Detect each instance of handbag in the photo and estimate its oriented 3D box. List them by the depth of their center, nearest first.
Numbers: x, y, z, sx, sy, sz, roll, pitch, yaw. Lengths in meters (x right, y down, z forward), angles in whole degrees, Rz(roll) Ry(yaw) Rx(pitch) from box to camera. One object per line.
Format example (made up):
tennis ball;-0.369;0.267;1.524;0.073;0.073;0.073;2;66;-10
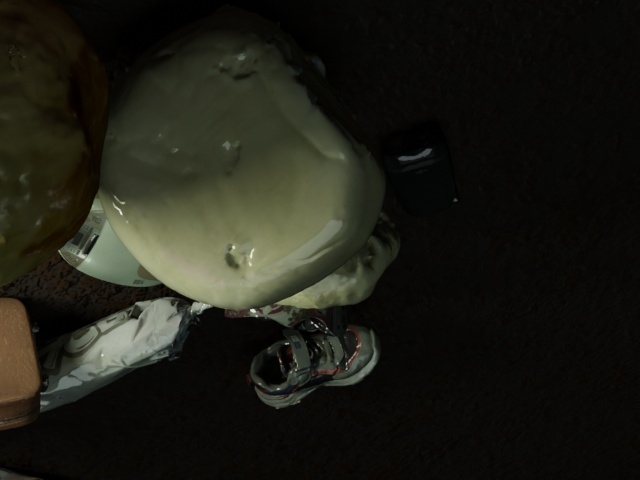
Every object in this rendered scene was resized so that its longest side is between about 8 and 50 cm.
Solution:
handbag;-0.453;0.166;1.869;0.151;0.193;0.072;-6;137;-22

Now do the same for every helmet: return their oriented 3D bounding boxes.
helmet;-0.041;0.074;1.958;0.176;0.107;0.153;12;179;-19

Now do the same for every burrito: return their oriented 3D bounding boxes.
burrito;-0.351;0.179;1.982;0.445;0.101;0.139;-23;180;4

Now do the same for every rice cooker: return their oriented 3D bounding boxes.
rice cooker;-0.244;-0.021;1.767;0.206;0.127;0.145;8;137;-33

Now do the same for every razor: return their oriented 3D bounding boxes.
razor;0.139;-0.090;1.874;0.090;0.054;0.148;-16;141;6

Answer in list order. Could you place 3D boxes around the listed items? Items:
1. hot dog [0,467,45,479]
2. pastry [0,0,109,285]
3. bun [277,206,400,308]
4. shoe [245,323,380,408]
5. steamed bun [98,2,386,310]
hot dog;-0.508;0.440;2.277;0.268;0.075;0.144;26;128;-38
pastry;-0.380;-0.123;1.408;0.312;0.388;0.388;-8;145;-38
bun;0.000;0.000;1.818;0.229;0.229;0.145;0;113;-19
shoe;-0.023;0.177;2.105;0.227;0.099;0.125;-26;144;19
steamed bun;-0.099;-0.090;1.626;0.312;0.334;0.233;-29;-176;10
